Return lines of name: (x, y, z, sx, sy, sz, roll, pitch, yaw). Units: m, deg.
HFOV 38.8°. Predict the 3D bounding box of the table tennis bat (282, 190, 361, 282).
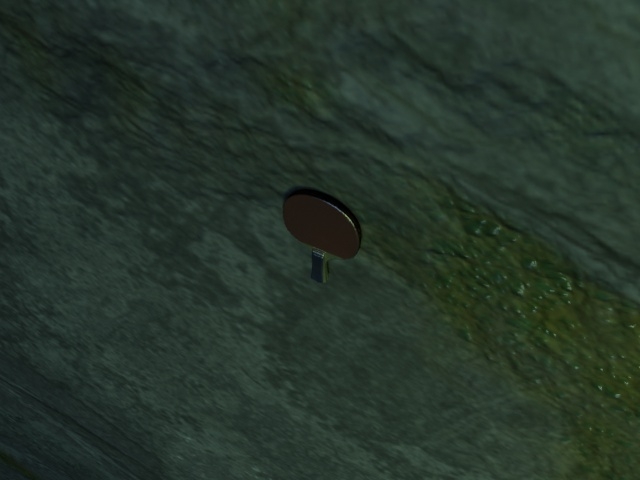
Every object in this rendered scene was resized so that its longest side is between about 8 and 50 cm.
table tennis bat: (0.000, 0.000, 0.538, 0.050, 0.007, 0.083, 23, 147, 13)
